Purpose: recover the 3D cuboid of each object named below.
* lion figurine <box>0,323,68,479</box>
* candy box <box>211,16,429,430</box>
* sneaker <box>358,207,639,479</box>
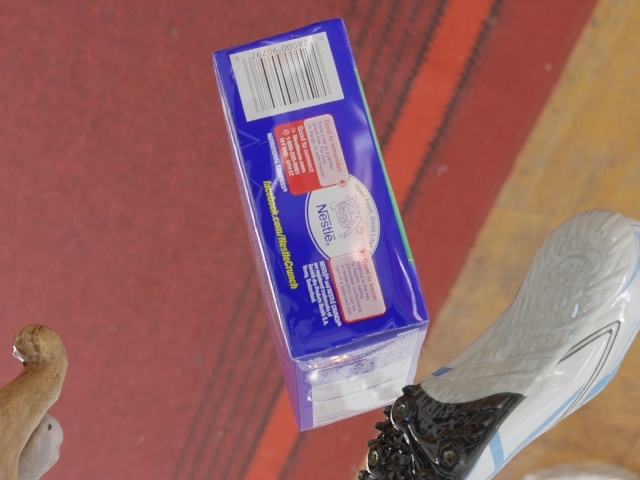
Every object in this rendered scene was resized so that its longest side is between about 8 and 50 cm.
[{"bbox_3d":[-0.140,0.203,0.836,0.392,0.240,0.142,29,136,7],"label":"lion figurine"},{"bbox_3d":[0.000,0.000,1.385,0.122,0.268,0.317,-14,164,-4],"label":"candy box"},{"bbox_3d":[0.114,0.086,0.919,0.086,0.085,0.237,30,106,-40],"label":"sneaker"}]
